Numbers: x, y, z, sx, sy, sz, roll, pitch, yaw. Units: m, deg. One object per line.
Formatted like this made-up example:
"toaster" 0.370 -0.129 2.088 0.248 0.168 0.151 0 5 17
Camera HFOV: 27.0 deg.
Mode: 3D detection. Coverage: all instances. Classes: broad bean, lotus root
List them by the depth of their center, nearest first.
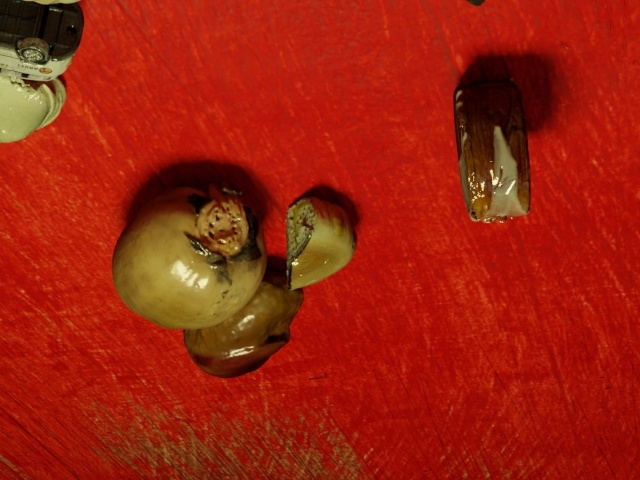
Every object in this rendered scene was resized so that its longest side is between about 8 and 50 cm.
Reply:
"lotus root" -0.178 0.035 1.707 0.182 0.183 0.310 16 157 -18
"broad bean" -0.104 0.118 1.854 0.156 0.122 0.228 -3 159 -36

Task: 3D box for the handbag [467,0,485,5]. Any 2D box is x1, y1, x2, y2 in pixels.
"handbag" 0.094 -0.335 1.160 0.223 0.080 0.247 20 141 -10

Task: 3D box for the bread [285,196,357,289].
"bread" 0.000 0.000 1.696 0.094 0.083 0.157 0 150 2

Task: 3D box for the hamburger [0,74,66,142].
"hamburger" -0.360 -0.164 1.496 0.133 0.062 0.140 -15 141 26

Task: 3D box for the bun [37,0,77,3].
"bun" -0.280 -0.286 1.255 0.183 0.102 0.183 5 147 3

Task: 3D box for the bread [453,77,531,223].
"bread" 0.187 -0.097 1.451 0.073 0.160 0.160 -9 147 2

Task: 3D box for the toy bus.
"toy bus" -0.346 -0.221 1.386 0.193 0.087 0.089 10 154 -11
